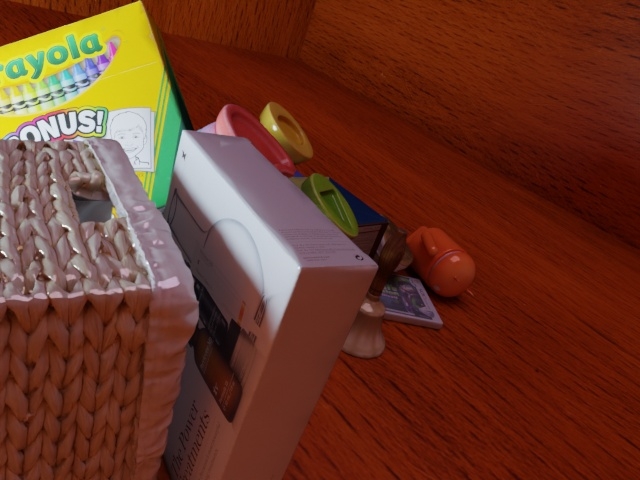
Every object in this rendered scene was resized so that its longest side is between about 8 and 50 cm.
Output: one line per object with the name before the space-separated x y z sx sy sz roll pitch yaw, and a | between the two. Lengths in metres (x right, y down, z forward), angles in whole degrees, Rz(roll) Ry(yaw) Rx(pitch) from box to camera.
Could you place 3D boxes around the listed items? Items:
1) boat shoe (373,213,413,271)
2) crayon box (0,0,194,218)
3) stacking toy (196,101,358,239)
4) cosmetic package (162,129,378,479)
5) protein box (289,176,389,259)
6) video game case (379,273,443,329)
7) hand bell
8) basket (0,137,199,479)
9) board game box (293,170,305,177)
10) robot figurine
boat shoe | 0.158 0.023 1.296 0.098 0.096 0.277 42 16 -10
crayon box | -0.392 -0.160 0.831 0.363 0.313 0.106 -19 -1 -2
stacking toy | -0.081 -0.078 0.855 0.279 0.130 0.309 56 21 0
cosmetic package | -0.114 0.103 0.612 0.097 0.377 0.284 1 31 -36
protein box | 0.000 0.000 1.095 0.136 0.201 0.200 -6 37 -43
video game case | 0.164 0.124 1.181 0.190 0.022 0.173 13 27 -16
hand bell | 0.106 0.086 0.962 0.126 0.242 0.126 17 26 -9
basket | -0.322 0.089 0.548 0.266 0.331 0.328 -1 33 -34
board game box | -0.171 -0.105 1.265 0.318 0.066 0.319 -16 42 -34
robot figurine | 0.295 0.053 1.294 0.128 0.158 0.219 -11 37 -21
